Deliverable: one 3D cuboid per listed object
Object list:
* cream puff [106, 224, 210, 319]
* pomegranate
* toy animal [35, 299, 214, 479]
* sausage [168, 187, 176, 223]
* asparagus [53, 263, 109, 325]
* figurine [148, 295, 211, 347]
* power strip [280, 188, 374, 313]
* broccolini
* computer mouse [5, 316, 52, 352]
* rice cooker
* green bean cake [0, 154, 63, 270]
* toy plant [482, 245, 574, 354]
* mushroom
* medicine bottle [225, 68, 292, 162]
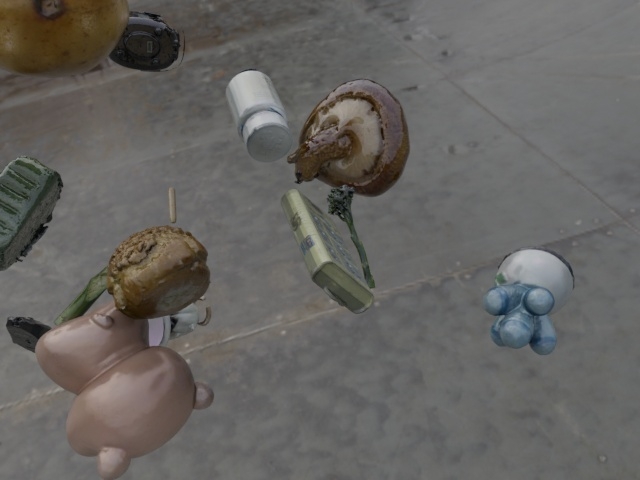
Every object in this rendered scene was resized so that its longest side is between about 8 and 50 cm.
[{"bbox_3d":[-0.241,0.042,0.937,0.150,0.165,0.115,-35,71,-9],"label":"cream puff"},{"bbox_3d":[-0.496,-0.430,1.162,0.307,0.307,0.307,-9,34,6],"label":"pomegranate"},{"bbox_3d":[-0.307,0.203,0.973,0.229,0.221,0.210,9,29,44],"label":"toy animal"},{"bbox_3d":[-0.496,-0.116,2.132,0.024,0.024,0.132,-10,66,4],"label":"sausage"},{"bbox_3d":[-0.523,0.127,1.435,0.041,0.045,0.178,33,78,34],"label":"asparagus"},{"bbox_3d":[-0.300,0.158,1.333,0.132,0.132,0.154,17,14,37],"label":"figurine"},{"bbox_3d":[0.000,0.000,0.846,0.034,0.092,0.268,-45,28,11],"label":"power strip"},{"bbox_3d":[0.075,-0.010,1.478,0.057,0.254,0.071,-6,-17,-39],"label":"broccolini"},{"bbox_3d":[-0.665,0.210,1.471,0.099,0.172,0.057,16,57,5],"label":"computer mouse"},{"bbox_3d":[-0.433,-0.483,1.555,0.203,0.142,0.118,-2,25,-21],"label":"rice cooker"},{"bbox_3d":[-0.661,-0.059,1.372,0.125,0.222,0.227,35,61,-7],"label":"green bean cake"},{"bbox_3d":[0.586,0.193,1.819,0.247,0.247,0.332,6,35,27],"label":"toy plant"},{"bbox_3d":[0.086,-0.270,1.783,0.345,0.345,0.259,8,13,29],"label":"mushroom"},{"bbox_3d":[-0.166,-0.336,1.716,0.143,0.143,0.258,-17,47,-6],"label":"medicine bottle"}]
